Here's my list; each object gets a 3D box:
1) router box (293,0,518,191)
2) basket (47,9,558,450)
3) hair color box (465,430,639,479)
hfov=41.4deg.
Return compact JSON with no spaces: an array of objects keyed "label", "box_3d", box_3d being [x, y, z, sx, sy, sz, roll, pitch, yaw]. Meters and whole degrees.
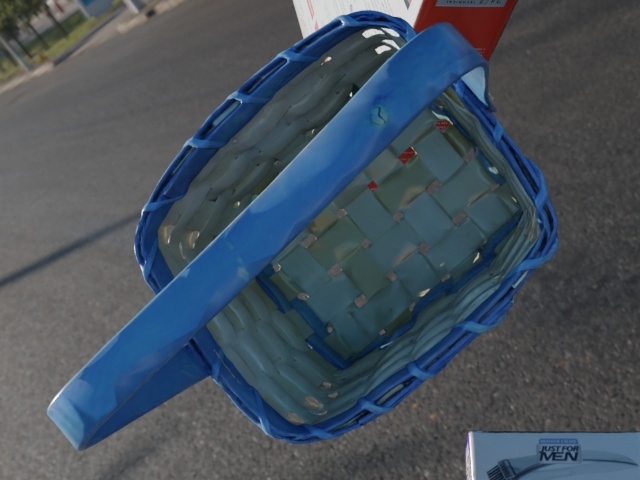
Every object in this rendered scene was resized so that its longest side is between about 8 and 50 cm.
[{"label":"router box","box_3d":[0.058,-0.259,0.814,0.082,0.301,0.335,-5,60,-15]},{"label":"basket","box_3d":[0.000,0.000,0.485,0.255,0.201,0.289,-42,-4,12]},{"label":"hair color box","box_3d":[0.250,0.373,0.875,0.185,0.110,0.338,-1,68,6]}]
